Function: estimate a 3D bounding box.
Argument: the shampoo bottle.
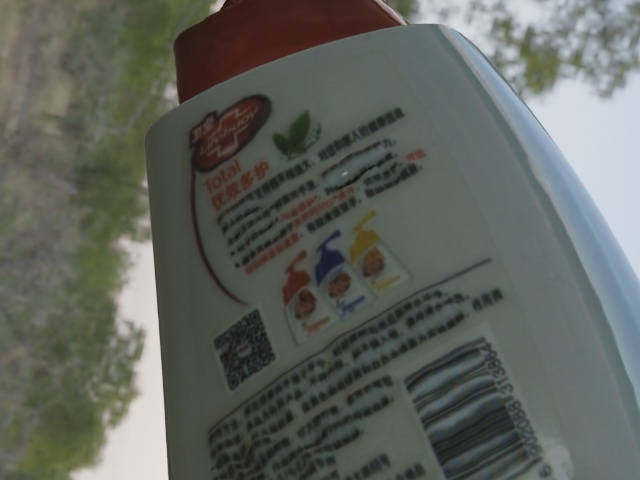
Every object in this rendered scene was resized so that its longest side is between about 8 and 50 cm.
[{"bbox_3d":[0.000,0.000,0.446,0.153,0.071,0.284,-31,-127,16],"label":"shampoo bottle"}]
